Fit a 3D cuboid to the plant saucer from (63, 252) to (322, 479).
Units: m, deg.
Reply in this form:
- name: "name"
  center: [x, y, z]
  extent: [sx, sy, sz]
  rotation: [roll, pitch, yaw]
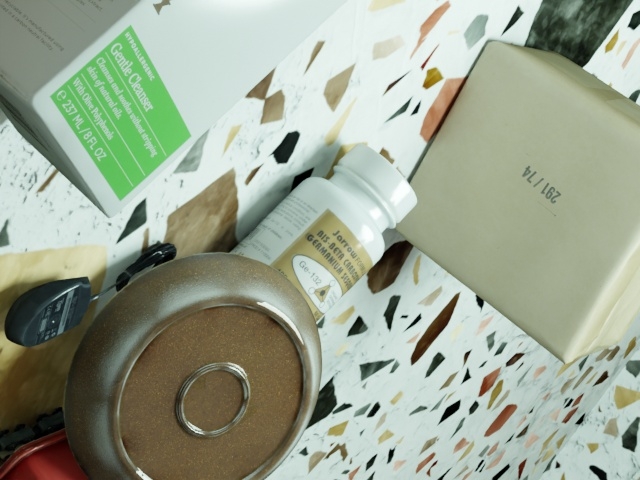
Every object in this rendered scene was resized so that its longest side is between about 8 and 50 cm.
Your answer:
- name: "plant saucer"
  center: [-0.125, 0.167, 1.618]
  extent: [0.311, 0.050, 0.310]
  rotation: [-11, 113, -27]

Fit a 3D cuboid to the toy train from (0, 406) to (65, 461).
- name: "toy train"
  center: [-0.341, 0.224, 1.628]
  extent: [0.158, 0.027, 0.036]
  rotation: [-21, 153, -44]

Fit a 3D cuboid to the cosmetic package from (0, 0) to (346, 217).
- name: "cosmetic package"
  center: [-0.118, -0.224, 1.245]
  extent: [0.365, 0.155, 0.197]
  rotation: [-44, 150, -10]

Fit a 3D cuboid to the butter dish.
- name: "butter dish"
  center: [-0.290, 0.286, 1.647]
  extent: [0.160, 0.118, 0.160]
  rotation: [-18, 158, -52]

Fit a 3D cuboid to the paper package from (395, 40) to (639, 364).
- name: "paper package"
  center: [0.305, -0.054, 1.918]
  extent: [0.168, 0.325, 0.309]
  rotation: [-4, 128, -56]

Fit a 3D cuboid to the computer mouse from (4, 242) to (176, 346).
- name: "computer mouse"
  center: [-0.241, 0.047, 1.548]
  extent: [0.242, 0.041, 0.071]
  rotation: [-26, 146, -50]

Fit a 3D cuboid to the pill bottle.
- name: "pill bottle"
  center: [0.000, 0.000, 1.739]
  extent: [0.229, 0.131, 0.131]
  rotation: [-45, 153, -10]
